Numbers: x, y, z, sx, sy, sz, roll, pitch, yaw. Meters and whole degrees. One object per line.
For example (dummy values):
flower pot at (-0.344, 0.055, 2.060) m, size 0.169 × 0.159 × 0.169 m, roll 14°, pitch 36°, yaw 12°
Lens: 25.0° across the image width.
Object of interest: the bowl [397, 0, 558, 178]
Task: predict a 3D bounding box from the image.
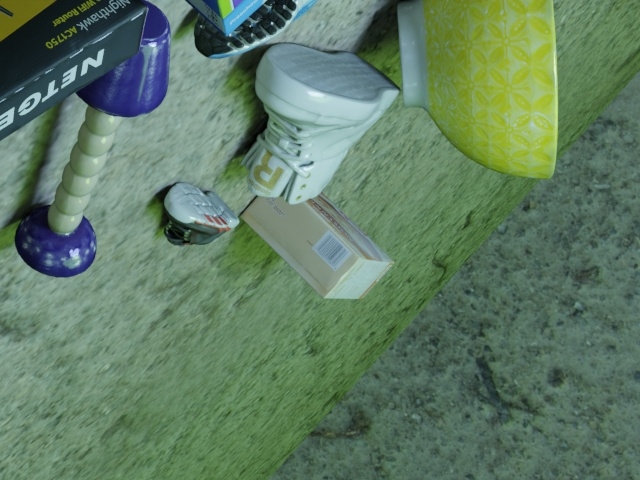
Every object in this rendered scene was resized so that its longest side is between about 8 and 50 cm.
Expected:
bowl at (0.163, -0.206, 1.549) m, size 0.156 × 0.289 × 0.289 m, roll -3°, pitch 167°, yaw 5°

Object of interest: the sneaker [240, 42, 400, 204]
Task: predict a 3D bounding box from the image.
sneaker at (-0.021, -0.104, 1.454) m, size 0.169 × 0.108 × 0.292 m, roll -53°, pitch 167°, yaw 15°

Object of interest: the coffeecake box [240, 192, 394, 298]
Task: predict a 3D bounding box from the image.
coffeecake box at (0.000, 0.000, 1.745) m, size 0.068 × 0.142 × 0.185 m, roll -48°, pitch 167°, yaw 8°

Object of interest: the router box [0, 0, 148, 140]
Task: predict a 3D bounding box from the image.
router box at (-0.205, -0.116, 0.790) m, size 0.179 × 0.133 × 0.046 m, roll -39°, pitch 166°, yaw -30°

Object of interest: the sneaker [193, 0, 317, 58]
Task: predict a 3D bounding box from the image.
sneaker at (-0.043, -0.194, 1.221) m, size 0.162 × 0.063 × 0.073 m, roll -38°, pitch 168°, yaw -30°

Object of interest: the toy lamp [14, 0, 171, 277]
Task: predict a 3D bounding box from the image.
toy lamp at (-0.177, -0.076, 1.120) m, size 0.080 × 0.080 × 0.274 m, roll -34°, pitch 162°, yaw -42°

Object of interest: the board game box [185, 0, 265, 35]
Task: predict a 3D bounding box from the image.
board game box at (0.021, -0.326, 0.992) m, size 0.347 × 0.078 × 0.233 m, roll -44°, pitch 166°, yaw -10°

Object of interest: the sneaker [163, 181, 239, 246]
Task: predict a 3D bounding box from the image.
sneaker at (-0.132, -0.015, 1.483) m, size 0.065 × 0.061 × 0.158 m, roll -42°, pitch 167°, yaw 8°
